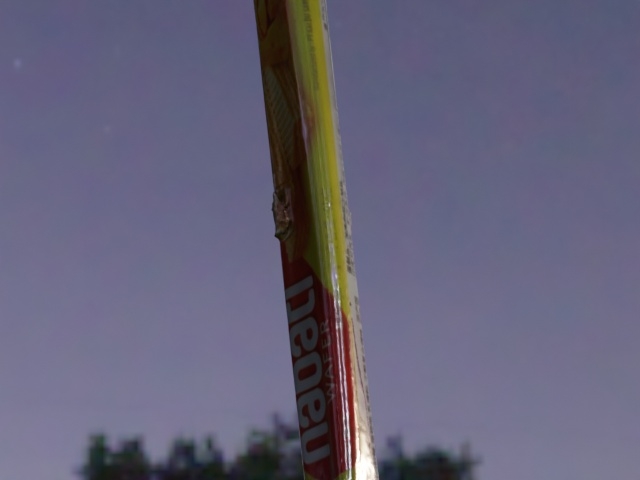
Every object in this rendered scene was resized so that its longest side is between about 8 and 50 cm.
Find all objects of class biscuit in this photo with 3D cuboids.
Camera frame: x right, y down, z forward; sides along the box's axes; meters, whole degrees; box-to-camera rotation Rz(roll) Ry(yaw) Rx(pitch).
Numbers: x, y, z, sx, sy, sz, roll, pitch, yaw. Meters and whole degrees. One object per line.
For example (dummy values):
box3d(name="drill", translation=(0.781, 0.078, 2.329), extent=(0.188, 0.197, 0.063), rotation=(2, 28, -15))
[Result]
box3d(name="biscuit", translation=(0.000, 0.000, 0.680), extent=(0.026, 0.292, 0.048), rotation=(4, -21, -28))
